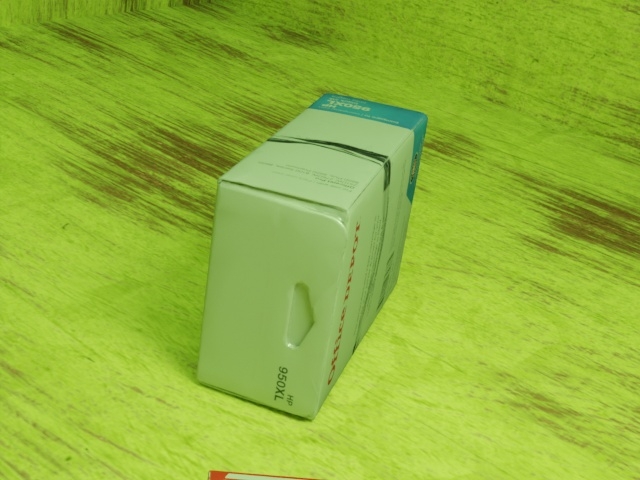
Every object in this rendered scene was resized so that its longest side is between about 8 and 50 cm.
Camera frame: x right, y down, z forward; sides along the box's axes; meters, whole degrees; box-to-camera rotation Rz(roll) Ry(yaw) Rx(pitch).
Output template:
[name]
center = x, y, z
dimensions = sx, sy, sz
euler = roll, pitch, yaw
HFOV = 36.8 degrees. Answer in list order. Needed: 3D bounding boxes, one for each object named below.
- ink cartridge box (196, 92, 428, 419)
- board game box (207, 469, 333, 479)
[ink cartridge box]
center = 0.000, 0.000, 1.265
dimensions = 0.166, 0.285, 0.395
euler = 15, 26, 13
[board game box]
center = -0.019, 0.296, 0.938
dimensions = 0.194, 0.045, 0.146
euler = 6, 26, -7
